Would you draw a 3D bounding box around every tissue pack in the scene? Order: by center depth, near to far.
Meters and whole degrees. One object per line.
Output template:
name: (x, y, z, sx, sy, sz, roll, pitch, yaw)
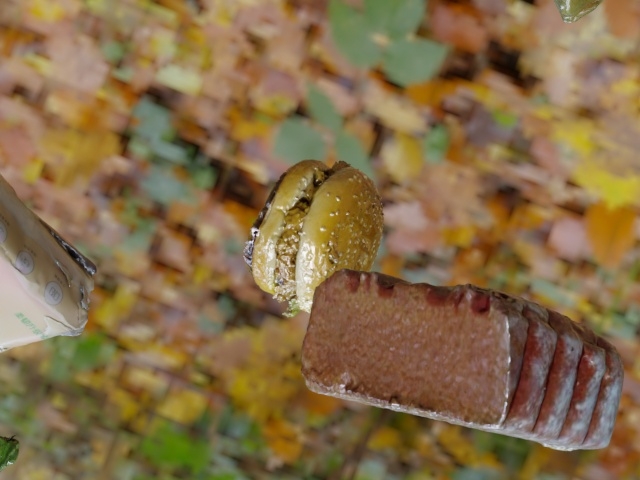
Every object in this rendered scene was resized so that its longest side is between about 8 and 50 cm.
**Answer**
tissue pack: (-0.381, 0.004, 2.061, 0.215, 0.123, 0.257, -18, 126, 31)

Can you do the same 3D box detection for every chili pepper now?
chili pepper: (-0.316, 0.225, 1.919, 0.030, 0.091, 0.034, 23, -167, -37)

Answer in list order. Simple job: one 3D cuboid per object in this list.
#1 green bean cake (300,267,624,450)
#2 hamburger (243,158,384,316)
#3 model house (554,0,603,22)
green bean cake: (0.092, 0.084, 1.456, 0.232, 0.097, 0.198, 10, 174, 40)
hamburger: (0.005, -0.006, 2.378, 0.118, 0.182, 0.191, 24, -160, 19)
model house: (0.279, -0.369, 1.849, 0.173, 0.239, 0.268, -112, -2, -54)
